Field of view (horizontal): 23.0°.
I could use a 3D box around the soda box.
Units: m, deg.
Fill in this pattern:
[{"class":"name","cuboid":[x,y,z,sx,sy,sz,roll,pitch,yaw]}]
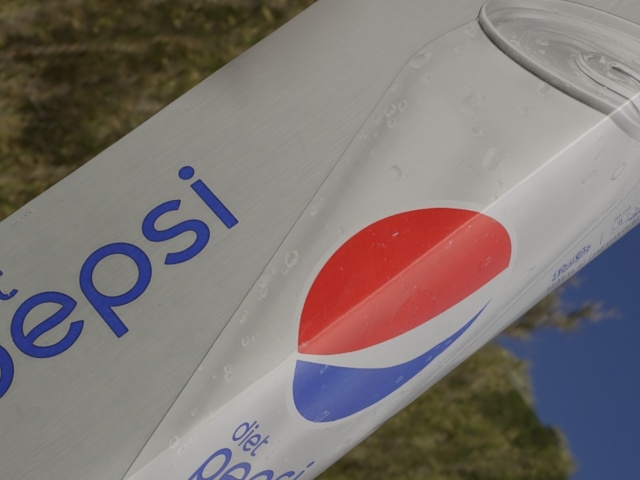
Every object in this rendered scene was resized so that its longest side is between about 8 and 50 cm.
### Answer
[{"class":"soda box","cuboid":[0.000,0.000,0.496,0.098,0.286,0.091,48,-14,26]}]
